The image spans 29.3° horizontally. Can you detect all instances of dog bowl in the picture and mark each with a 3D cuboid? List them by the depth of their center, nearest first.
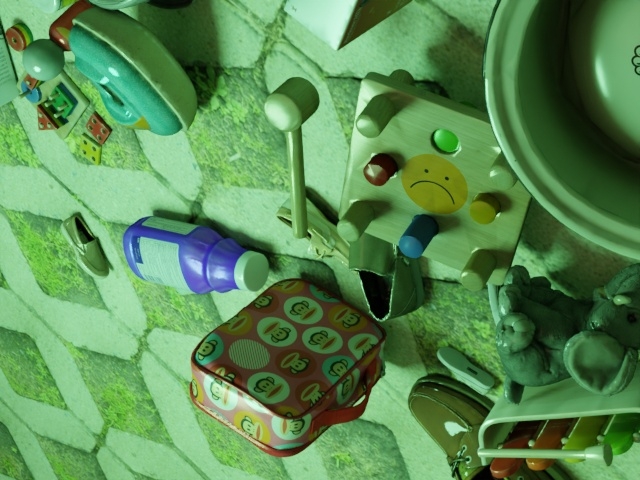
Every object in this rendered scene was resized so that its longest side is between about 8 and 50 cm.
[{"bbox_3d":[0.384,-0.182,1.268,0.408,0.150,0.408,13,124,20],"label":"dog bowl"}]

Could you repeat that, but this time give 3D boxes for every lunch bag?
[{"bbox_3d":[-0.032,0.199,1.913,0.258,0.293,0.120,28,132,26],"label":"lunch bag"}]

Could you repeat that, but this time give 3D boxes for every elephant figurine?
[{"bbox_3d":[0.356,0.118,1.597,0.239,0.169,0.186,3,157,17],"label":"elephant figurine"}]

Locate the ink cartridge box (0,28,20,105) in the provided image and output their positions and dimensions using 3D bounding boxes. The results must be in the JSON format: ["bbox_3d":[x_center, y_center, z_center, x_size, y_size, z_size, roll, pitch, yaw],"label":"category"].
[{"bbox_3d":[-0.692,-0.387,2.201,0.223,0.129,0.307,16,130,34],"label":"ink cartridge box"}]

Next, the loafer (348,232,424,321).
[{"bbox_3d":[0.088,0.014,1.810,0.094,0.087,0.251,4,122,42],"label":"loafer"}]

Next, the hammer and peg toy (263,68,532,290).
[{"bbox_3d":[0.106,-0.094,1.636,0.361,0.127,0.266,22,134,15],"label":"hammer and peg toy"}]

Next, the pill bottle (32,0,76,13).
[{"bbox_3d":[-0.394,-0.405,1.914,0.065,0.116,0.065,25,135,28],"label":"pill bottle"}]

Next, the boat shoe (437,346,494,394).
[{"bbox_3d":[0.219,0.202,1.879,0.100,0.035,0.035,32,135,11],"label":"boat shoe"}]

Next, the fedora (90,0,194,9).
[{"bbox_3d":[-0.297,-0.420,1.775,0.275,0.124,0.243,16,138,41],"label":"fedora"}]

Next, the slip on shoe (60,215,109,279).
[{"bbox_3d":[-0.446,0.012,2.351,0.041,0.051,0.135,-31,91,39],"label":"slip on shoe"}]

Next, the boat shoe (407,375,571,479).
[{"bbox_3d":[0.249,0.330,1.894,0.307,0.104,0.110,36,139,17],"label":"boat shoe"}]

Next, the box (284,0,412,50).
[{"bbox_3d":[0.054,-0.335,1.501,0.091,0.170,0.130,40,141,13],"label":"box"}]

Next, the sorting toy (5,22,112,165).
[{"bbox_3d":[-0.483,-0.246,2.180,0.274,0.046,0.132,50,141,0],"label":"sorting toy"}]

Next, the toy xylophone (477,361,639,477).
[{"bbox_3d":[0.342,0.250,1.647,0.323,0.236,0.081,-7,113,43],"label":"toy xylophone"}]

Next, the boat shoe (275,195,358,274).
[{"bbox_3d":[0.000,0.000,1.894,0.170,0.059,0.063,43,165,16],"label":"boat shoe"}]

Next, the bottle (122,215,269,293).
[{"bbox_3d":[-0.214,0.031,2.107,0.283,0.092,0.118,10,128,38],"label":"bottle"}]

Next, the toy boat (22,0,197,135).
[{"bbox_3d":[-0.335,-0.265,1.910,0.318,0.148,0.267,34,170,36],"label":"toy boat"}]

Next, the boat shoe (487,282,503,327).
[{"bbox_3d":[0.271,0.111,1.754,0.040,0.049,0.142,-13,112,12],"label":"boat shoe"}]
